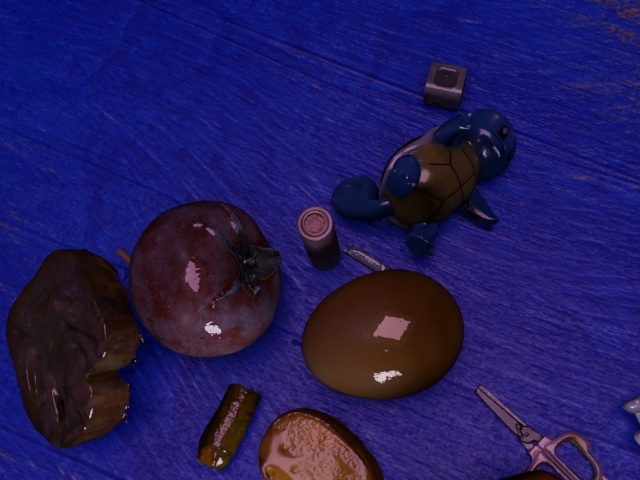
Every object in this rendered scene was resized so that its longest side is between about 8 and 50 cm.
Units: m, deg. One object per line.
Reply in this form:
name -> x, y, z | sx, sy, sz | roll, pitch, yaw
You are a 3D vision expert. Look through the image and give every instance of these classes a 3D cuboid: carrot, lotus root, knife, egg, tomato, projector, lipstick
carrot -> -0.189, 0.379, 1.792 | 0.082, 0.082, 0.173 | 24, 71, 11
lotus root -> -0.510, 0.209, 1.778 | 0.374, 0.111, 0.391 | 10, 97, 43
knife -> 0.140, 0.066, 1.879 | 0.210, 0.015, 0.028 | 32, 85, 13
egg -> 0.121, 0.188, 1.727 | 0.322, 0.250, 0.250 | -17, 74, 7
tomato -> -0.225, 0.078, 1.757 | 0.282, 0.316, 0.317 | -19, 71, 31
projector -> 0.276, -0.341, 1.943 | 0.082, 0.083, 0.083 | 13, 75, 9
lipstick -> -0.410, 0.051, 1.931 | 0.094, 0.019, 0.019 | 42, 82, 14
lipstick -> 0.000, 0.000, 1.785 | 0.070, 0.254, 0.070 | -1, 75, 5

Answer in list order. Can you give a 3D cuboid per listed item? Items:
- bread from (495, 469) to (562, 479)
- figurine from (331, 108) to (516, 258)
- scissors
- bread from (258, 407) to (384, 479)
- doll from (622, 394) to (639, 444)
bread -> 0.278, 0.532, 1.622 | 0.388, 0.236, 0.183 | -8, 61, -2
figurine -> 0.234, -0.116, 1.834 | 0.416, 0.243, 0.298 | -25, 117, 1
scissors -> 0.431, 0.406, 1.755 | 0.160, 0.024, 0.317 | -44, 76, -5
bread -> -0.001, 0.449, 1.720 | 0.269, 0.143, 0.195 | 38, 83, 16
doll -> 0.702, 0.408, 1.669 | 0.208, 0.144, 0.272 | -10, 78, 12
